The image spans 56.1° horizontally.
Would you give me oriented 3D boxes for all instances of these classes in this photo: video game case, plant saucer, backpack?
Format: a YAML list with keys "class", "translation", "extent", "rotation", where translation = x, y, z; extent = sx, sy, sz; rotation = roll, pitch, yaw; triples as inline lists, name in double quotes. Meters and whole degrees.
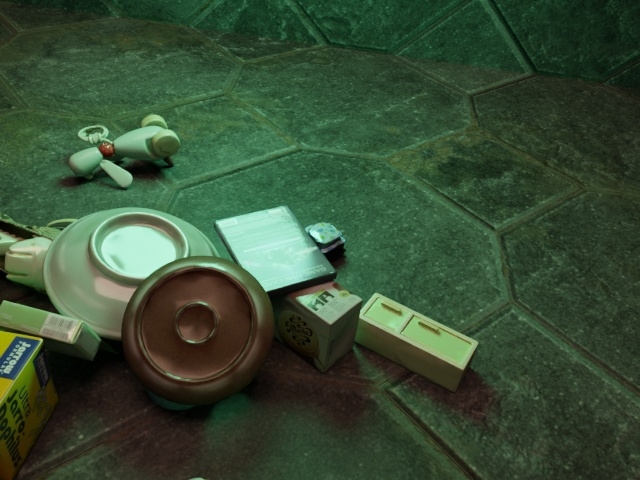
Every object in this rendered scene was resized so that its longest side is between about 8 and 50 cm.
- class: "video game case"
  translation: [-0.111, 0.020, 1.402]
  extent: [0.196, 0.026, 0.274]
  rotation: [-14, 44, -24]
- class: "plant saucer"
  translation: [-0.248, 0.172, 1.213]
  extent: [0.311, 0.050, 0.310]
  rotation: [1, 72, -4]
- class: "backpack"
  translation: [0.000, 0.000, 1.664]
  extent: [0.114, 0.084, 0.105]
  rotation: [31, 42, 31]
- class: "plant saucer"
  translation: [-0.409, 0.041, 1.359]
  extent: [0.401, 0.100, 0.400]
  rotation: [13, 42, -12]

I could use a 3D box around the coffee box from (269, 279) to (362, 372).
- class: "coffee box"
  translation: [-0.061, 0.146, 1.406]
  extent: [0.297, 0.168, 0.119]
  rotation: [32, 45, 27]

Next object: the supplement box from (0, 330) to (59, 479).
- class: "supplement box"
  translation: [-0.711, 0.282, 1.110]
  extent: [0.357, 0.194, 0.195]
  rotation: [9, 38, 2]

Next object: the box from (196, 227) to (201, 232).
- class: "box"
  translation: [-0.361, 0.023, 1.622]
  extent: [0.094, 0.027, 0.137]
  rotation: [-8, 41, -16]

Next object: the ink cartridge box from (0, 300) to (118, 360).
- class: "ink cartridge box"
  translation: [-0.535, 0.204, 1.234]
  extent: [0.171, 0.235, 0.056]
  rotation: [12, 62, 6]

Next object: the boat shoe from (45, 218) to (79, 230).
- class: "boat shoe"
  translation: [-0.614, -0.001, 1.570]
  extent: [0.224, 0.080, 0.073]
  rotation: [9, 33, -5]

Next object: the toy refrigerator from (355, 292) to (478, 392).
- class: "toy refrigerator"
  translation: [0.218, 0.232, 1.402]
  extent: [0.270, 0.094, 0.102]
  rotation: [25, 42, 22]

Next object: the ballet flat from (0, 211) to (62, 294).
- class: "ballet flat"
  translation: [-0.737, 0.026, 1.438]
  extent: [0.483, 0.163, 0.182]
  rotation: [19, 4, 17]

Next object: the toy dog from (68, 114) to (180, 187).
- class: "toy dog"
  translation: [-0.590, -0.262, 1.879]
  extent: [0.334, 0.160, 0.220]
  rotation: [-10, 42, 2]

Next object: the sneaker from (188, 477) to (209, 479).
- class: "sneaker"
  translation: [-0.065, 0.505, 1.012]
  extent: [0.385, 0.145, 0.147]
  rotation: [22, 20, 14]

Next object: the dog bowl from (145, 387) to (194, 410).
- class: "dog bowl"
  translation: [-0.254, 0.256, 1.313]
  extent: [0.166, 0.074, 0.297]
  rotation: [33, 46, 29]
